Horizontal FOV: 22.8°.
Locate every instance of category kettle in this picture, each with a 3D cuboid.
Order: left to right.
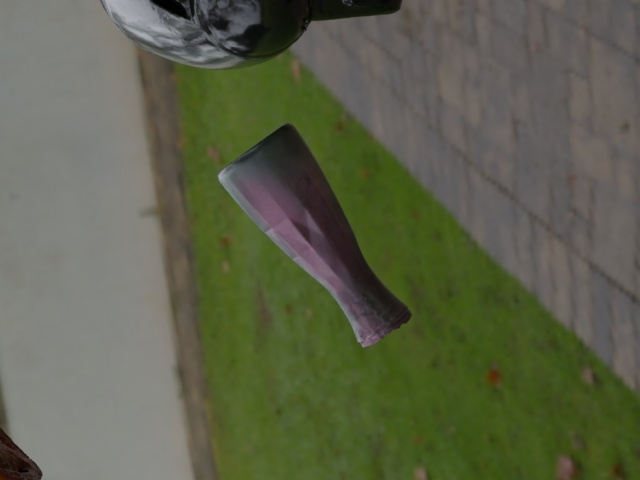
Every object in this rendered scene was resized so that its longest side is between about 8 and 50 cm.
[{"bbox_3d":[-0.079,-0.247,1.575,0.207,0.251,0.271,-55,29,3],"label":"kettle"}]

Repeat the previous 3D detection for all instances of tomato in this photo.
[{"bbox_3d":[-0.419,0.255,1.870,0.166,0.082,0.174,42,-179,10],"label":"tomato"}]

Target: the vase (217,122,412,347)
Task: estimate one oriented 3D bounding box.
[{"bbox_3d":[0.000,0.000,1.471,0.214,0.086,0.086,54,168,-5],"label":"vase"}]
